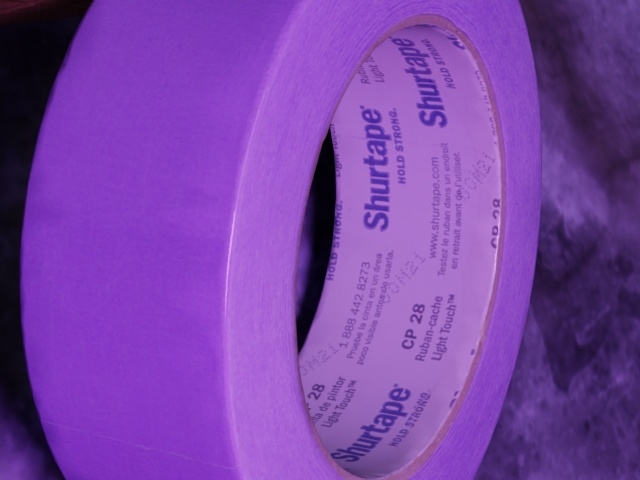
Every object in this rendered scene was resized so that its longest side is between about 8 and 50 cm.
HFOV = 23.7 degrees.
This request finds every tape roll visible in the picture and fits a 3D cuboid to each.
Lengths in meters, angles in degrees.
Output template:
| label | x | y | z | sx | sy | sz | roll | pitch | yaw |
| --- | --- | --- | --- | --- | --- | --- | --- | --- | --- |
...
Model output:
| label | x | y | z | sx | sy | sz | roll | pitch | yaw |
| --- | --- | --- | --- | --- | --- | --- | --- | --- | --- |
| tape roll | 0.000 | 0.000 | 0.623 | 0.275 | 0.090 | 0.275 | -26 | 120 | -57 |

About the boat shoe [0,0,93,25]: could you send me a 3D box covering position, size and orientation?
| label | x | y | z | sx | sy | sz | roll | pitch | yaw |
| --- | --- | --- | --- | --- | --- | --- | --- | --- | --- |
| boat shoe | -0.173 | -0.132 | 0.521 | 0.277 | 0.098 | 0.096 | 3 | 82 | -45 |
